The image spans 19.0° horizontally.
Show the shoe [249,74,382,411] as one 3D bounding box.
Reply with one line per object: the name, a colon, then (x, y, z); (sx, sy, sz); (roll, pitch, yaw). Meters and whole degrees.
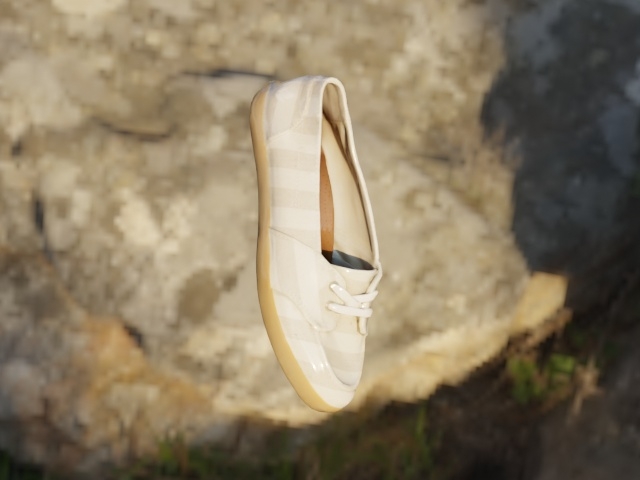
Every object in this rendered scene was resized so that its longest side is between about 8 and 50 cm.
shoe: (0.000, 0.000, 1.221); (0.058, 0.219, 0.076); (-12, -7, 36)
